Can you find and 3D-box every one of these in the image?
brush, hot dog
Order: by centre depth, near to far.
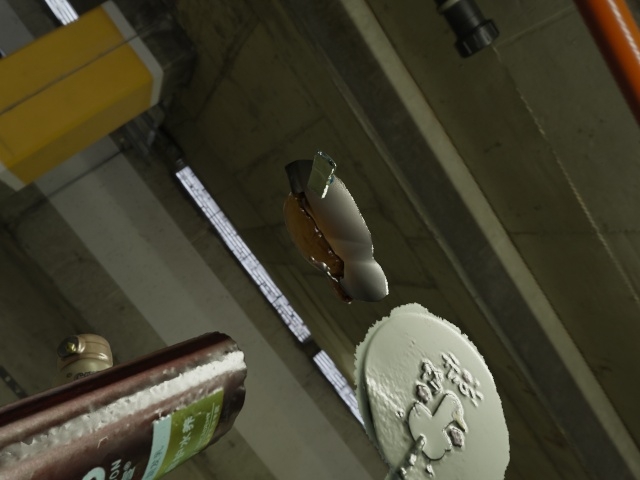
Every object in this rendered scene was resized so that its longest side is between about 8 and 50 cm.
[{"bbox_3d":[0.002,-0.045,0.356,0.016,0.013,0.083,44,-8,3],"label":"brush"},{"bbox_3d":[0.004,-0.003,1.148,0.107,0.194,0.326,-29,-105,46],"label":"hot dog"}]

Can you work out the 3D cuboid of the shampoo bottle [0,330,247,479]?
[{"bbox_3d":[-0.182,0.160,0.395,0.084,0.129,0.323,30,16,22],"label":"shampoo bottle"}]

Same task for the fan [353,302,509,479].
[{"bbox_3d":[0.092,0.222,0.549,0.233,0.414,0.012,47,-47,1],"label":"fan"}]

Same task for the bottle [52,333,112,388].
[{"bbox_3d":[-0.361,0.236,0.813,0.110,0.097,0.209,70,-5,-48],"label":"bottle"}]
